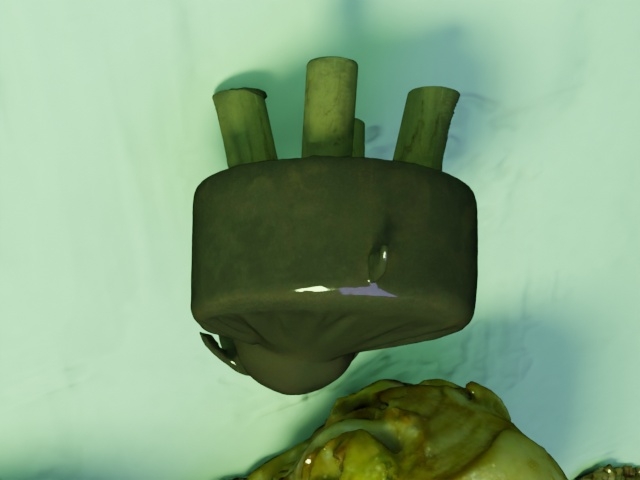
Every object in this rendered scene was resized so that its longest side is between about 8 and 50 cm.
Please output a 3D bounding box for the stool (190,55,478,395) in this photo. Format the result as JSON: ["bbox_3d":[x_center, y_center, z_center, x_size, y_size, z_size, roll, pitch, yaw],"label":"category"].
[{"bbox_3d":[0.000,0.000,0.774,0.125,0.121,0.217,2,165,-11],"label":"stool"}]

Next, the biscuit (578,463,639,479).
[{"bbox_3d":[0.243,0.195,1.216,0.199,0.034,0.064,12,128,-41],"label":"biscuit"}]

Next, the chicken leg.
[{"bbox_3d":[0.019,0.217,1.036,0.295,0.182,0.409,-20,159,5],"label":"chicken leg"}]
